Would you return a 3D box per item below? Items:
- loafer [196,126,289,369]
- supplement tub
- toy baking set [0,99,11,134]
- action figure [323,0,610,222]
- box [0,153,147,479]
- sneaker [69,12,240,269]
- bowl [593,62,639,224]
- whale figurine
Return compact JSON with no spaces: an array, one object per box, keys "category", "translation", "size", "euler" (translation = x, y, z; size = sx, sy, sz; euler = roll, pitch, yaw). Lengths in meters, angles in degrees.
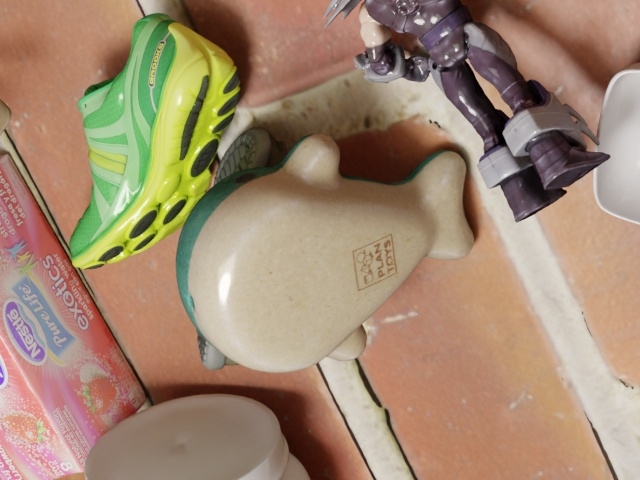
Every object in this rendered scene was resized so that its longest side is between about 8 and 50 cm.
[{"category":"loafer","translation":[-0.057,0.008,1.706],"size":[0.087,0.094,0.251],"euler":[3,124,-15]},{"category":"supplement tub","translation":[-0.102,0.333,1.817],"size":[0.228,0.228,0.316],"euler":[1,118,26]},{"category":"toy baking set","translation":[-0.374,-0.089,1.747],"size":[0.256,0.197,0.030],"euler":[-34,139,26]},{"category":"action figure","translation":[0.116,-0.154,1.506],"size":[0.285,0.099,0.185],"euler":[57,136,7]},{"category":"box","translation":[-0.325,0.087,1.836],"size":[0.154,0.142,0.300],"euler":[-16,110,32]},{"category":"sneaker","translation":[-0.164,-0.089,1.695],"size":[0.123,0.109,0.295],"euler":[50,133,22]},{"category":"bowl","translation":[0.297,-0.077,1.488],"size":[0.142,0.053,0.142],"euler":[15,124,18]},{"category":"whale figurine","translation":[0.000,0.000,1.592],"size":[0.141,0.272,0.216],"euler":[33,140,54]}]
